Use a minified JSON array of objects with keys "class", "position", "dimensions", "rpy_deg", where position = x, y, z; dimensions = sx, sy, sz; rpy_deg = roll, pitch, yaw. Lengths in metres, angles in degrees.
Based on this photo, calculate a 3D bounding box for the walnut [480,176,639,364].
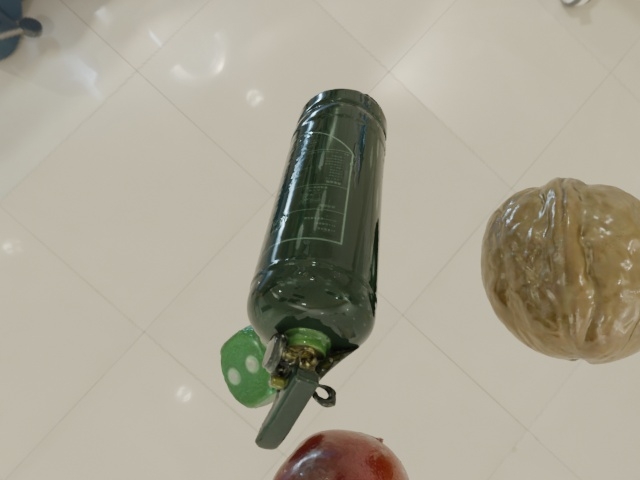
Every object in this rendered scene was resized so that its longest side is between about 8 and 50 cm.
[{"class":"walnut","position":[0.421,0.046,0.772],"dimensions":[0.252,0.277,0.313],"rpy_deg":[2,83,-23]}]

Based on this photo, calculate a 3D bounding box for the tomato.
[{"class":"tomato","position":[0.017,0.343,0.618],"dimensions":[0.199,0.228,0.112],"rpy_deg":[-12,121,23]}]

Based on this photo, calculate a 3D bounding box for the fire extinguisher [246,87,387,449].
[{"class":"fire extinguisher","position":[0.000,0.000,0.381],"dimensions":[0.095,0.114,0.311],"rpy_deg":[24,46,-17]}]

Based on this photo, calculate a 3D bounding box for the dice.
[{"class":"dice","position":[-0.096,0.218,0.830],"dimensions":[0.120,0.128,0.131],"rpy_deg":[-44,66,28]}]
